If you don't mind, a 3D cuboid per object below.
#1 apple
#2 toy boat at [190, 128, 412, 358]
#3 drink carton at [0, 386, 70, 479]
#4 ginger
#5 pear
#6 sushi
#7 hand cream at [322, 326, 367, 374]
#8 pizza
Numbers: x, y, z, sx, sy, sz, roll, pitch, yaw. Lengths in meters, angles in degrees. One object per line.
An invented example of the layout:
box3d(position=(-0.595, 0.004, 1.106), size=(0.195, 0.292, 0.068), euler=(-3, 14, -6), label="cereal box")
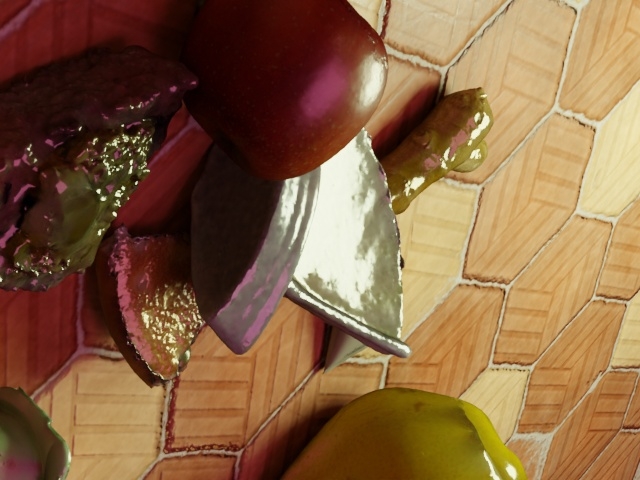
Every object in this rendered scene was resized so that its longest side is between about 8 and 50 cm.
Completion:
box3d(position=(-0.036, -0.152, 1.360), size=(0.168, 0.181, 0.181), euler=(-44, 148, -6), label="apple")
box3d(position=(-0.014, -0.022, 1.538), size=(0.293, 0.111, 0.276), euler=(6, 86, -54), label="toy boat")
box3d(position=(-0.329, 0.203, 1.345), size=(0.142, 0.144, 0.146), euler=(9, 111, -46), label="drink carton")
box3d(position=(0.084, -0.075, 1.706), size=(0.299, 0.065, 0.118), euler=(-31, 136, -30), label="ginger")
box3d(position=(0.092, 0.340, 1.907), size=(0.336, 0.285, 0.285), euler=(-53, 149, -2), label="pear")
box3d(position=(-0.212, -0.053, 1.285), size=(0.241, 0.107, 0.161), euler=(-32, 145, -34), label="sushi")
box3d(position=(0.045, 0.082, 1.818), size=(0.087, 0.054, 0.186), euler=(-30, 148, -30), label="hand cream")
box3d(position=(-0.141, 0.034, 1.513), size=(0.195, 0.052, 0.185), euler=(-40, 129, -36), label="pizza")
